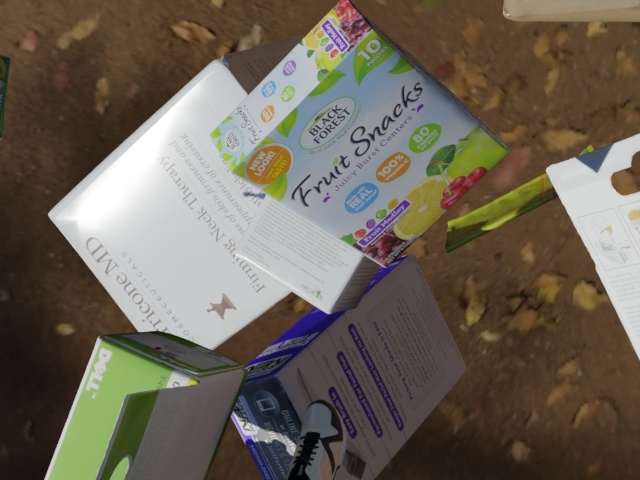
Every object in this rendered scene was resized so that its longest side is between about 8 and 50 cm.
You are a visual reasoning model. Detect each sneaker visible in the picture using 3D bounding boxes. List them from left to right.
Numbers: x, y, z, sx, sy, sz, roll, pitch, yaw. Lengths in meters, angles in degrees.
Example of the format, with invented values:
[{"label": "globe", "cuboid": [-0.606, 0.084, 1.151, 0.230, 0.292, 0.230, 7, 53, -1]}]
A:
[{"label": "sneaker", "cuboid": [-0.005, 0.182, 0.908, 0.040, 0.044, 0.109, -9, 60, 25]}]

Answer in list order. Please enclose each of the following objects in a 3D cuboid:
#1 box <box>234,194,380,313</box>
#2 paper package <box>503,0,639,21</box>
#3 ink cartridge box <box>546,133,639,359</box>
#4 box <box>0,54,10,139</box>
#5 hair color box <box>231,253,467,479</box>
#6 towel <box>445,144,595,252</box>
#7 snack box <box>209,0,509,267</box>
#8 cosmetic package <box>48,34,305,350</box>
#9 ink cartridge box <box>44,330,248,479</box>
[{"label": "box", "cuboid": [0.000, 0.000, 0.939, 0.102, 0.101, 0.087, 32, 97, 13]}, {"label": "paper package", "cuboid": [0.392, -0.435, 1.363, 0.324, 0.168, 0.310, 2, 63, 7]}, {"label": "ink cartridge box", "cuboid": [0.270, 0.028, 0.714, 0.066, 0.189, 0.232, -25, 92, -27]}, {"label": "box", "cuboid": [-0.503, -0.200, 1.643, 0.105, 0.043, 0.179, -42, 44, 44]}, {"label": "hair color box", "cuboid": [0.040, 0.174, 1.377, 0.110, 0.339, 0.185, -19, 102, 37]}, {"label": "towel", "cuboid": [0.278, -0.058, 1.528, 0.237, 0.102, 0.021, -29, 101, 19]}, {"label": "snack box", "cuboid": [0.025, -0.051, 0.587, 0.100, 0.141, 0.037, -45, 48, 12]}, {"label": "cosmetic package", "cuboid": [-0.126, -0.063, 1.721, 0.393, 0.327, 0.329, -37, 91, 26]}, {"label": "ink cartridge box", "cuboid": [-0.164, 0.174, 0.850, 0.097, 0.255, 0.189, 22, 92, 14]}]
